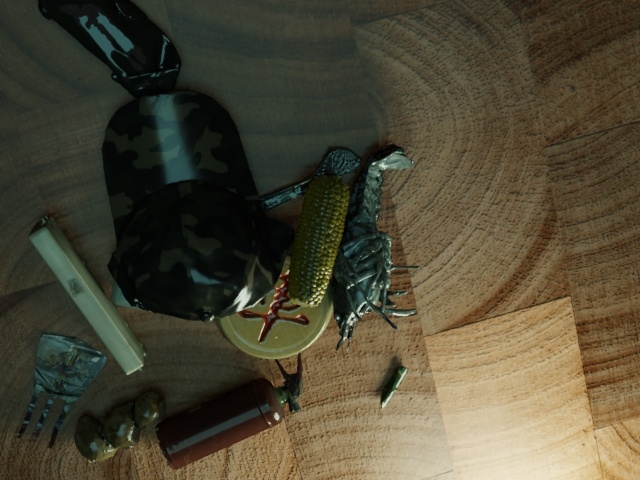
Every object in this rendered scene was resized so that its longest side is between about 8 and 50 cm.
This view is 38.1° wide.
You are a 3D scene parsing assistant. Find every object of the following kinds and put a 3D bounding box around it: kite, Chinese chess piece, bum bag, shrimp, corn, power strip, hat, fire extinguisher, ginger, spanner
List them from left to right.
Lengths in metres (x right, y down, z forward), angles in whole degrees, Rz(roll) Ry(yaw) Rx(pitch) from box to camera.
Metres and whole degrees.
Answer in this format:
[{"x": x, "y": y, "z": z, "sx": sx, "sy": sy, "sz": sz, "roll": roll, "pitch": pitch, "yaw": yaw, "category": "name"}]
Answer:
[{"x": -0.542, "y": 0.309, "z": 1.897, "sx": 0.141, "sy": 0.015, "sz": 0.245, "roll": 23, "pitch": 98, "yaw": -12, "category": "kite"}, {"x": -0.449, "y": 0.113, "z": 1.809, "sx": 0.043, "sy": 0.106, "sz": 0.367, "roll": -31, "pitch": 107, "yaw": 0, "category": "power strip"}, {"x": -0.388, "y": -0.387, "z": 1.698, "sx": 0.142, "sy": 0.079, "sz": 0.326, "roll": -43, "pitch": 103, "yaw": -2, "category": "bum bag"}, {"x": -0.408, "y": 0.379, "z": 1.901, "sx": 0.204, "sy": 0.080, "sz": 0.104, "roll": -26, "pitch": 91, "yaw": 3, "category": "ginger"}, {"x": -0.254, "y": -0.065, "z": 1.697, "sx": 0.366, "sy": 0.257, "sz": 0.382, "roll": -17, "pitch": 117, "yaw": -2, "category": "hat"}, {"x": -0.176, "y": 0.341, "z": 1.917, "sx": 0.337, "sy": 0.106, "sz": 0.147, "roll": -25, "pitch": 85, "yaw": -1, "category": "fire extinguisher"}, {"x": -0.096, "y": 0.117, "z": 1.861, "sx": 0.250, "sy": 0.097, "sz": 0.251, "roll": -2, "pitch": 106, "yaw": -6, "category": "Chinese chess piece"}, {"x": -0.067, "y": -0.095, "z": 1.844, "sx": 0.325, "sy": 0.026, "sz": 0.093, "roll": -24, "pitch": 106, "yaw": 0, "category": "spanner"}, {"x": -0.005, "y": -0.001, "z": 1.769, "sx": 0.091, "sy": 0.091, "sz": 0.260, "roll": 16, "pitch": 75, "yaw": -17, "category": "corn"}, {"x": 0.102, "y": 0.018, "z": 1.825, "sx": 0.166, "sy": 0.221, "sz": 0.411, "roll": -2, "pitch": 83, "yaw": 27, "category": "shrimp"}]

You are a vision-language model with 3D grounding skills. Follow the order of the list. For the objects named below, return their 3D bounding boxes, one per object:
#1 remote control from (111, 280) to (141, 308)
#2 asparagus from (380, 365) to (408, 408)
[{"x": -0.341, "y": -0.004, "z": 1.820, "sx": 0.103, "sy": 0.051, "sz": 0.293, "roll": 10, "pitch": 102, "yaw": -6, "category": "remote control"}, {"x": 0.154, "y": 0.314, "z": 1.988, "sx": 0.025, "sy": 0.021, "sz": 0.108, "roll": 27, "pitch": 101, "yaw": -9, "category": "asparagus"}]
